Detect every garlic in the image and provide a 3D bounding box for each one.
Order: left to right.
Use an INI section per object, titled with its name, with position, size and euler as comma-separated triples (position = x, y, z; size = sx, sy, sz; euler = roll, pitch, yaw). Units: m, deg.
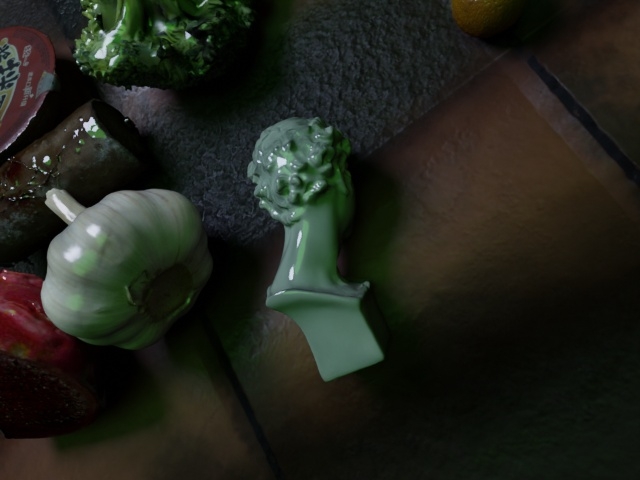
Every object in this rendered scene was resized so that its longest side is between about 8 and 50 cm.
[garlic]
position = -0.258, 0.011, 0.534
size = 0.226, 0.199, 0.199
euler = 30, 93, 18

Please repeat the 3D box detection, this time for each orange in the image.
[orange]
position = 0.181, -0.264, 0.487
size = 0.085, 0.085, 0.084
euler = -3, 81, 19

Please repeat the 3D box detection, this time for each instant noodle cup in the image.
[instant noodle cup]
position = -0.486, -0.190, 0.687
size = 0.274, 0.090, 0.273
euler = -6, 66, 14

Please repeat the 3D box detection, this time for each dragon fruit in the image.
[dragon fruit]
position = -0.341, 0.151, 0.562
size = 0.189, 0.163, 0.261
euler = 27, 132, 9

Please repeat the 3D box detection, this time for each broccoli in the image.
[broccoli]
position = -0.186, -0.285, 0.568
size = 0.226, 0.176, 0.197
euler = -34, 64, 29

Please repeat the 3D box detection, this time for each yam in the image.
[yam]
position = -0.372, -0.076, 0.628
size = 0.280, 0.131, 0.131
euler = -32, 73, 10

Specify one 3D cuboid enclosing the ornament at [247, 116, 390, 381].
[ornament]
position = -0.007, 0.004, 0.485
size = 0.121, 0.130, 0.285
euler = -12, 79, 12
